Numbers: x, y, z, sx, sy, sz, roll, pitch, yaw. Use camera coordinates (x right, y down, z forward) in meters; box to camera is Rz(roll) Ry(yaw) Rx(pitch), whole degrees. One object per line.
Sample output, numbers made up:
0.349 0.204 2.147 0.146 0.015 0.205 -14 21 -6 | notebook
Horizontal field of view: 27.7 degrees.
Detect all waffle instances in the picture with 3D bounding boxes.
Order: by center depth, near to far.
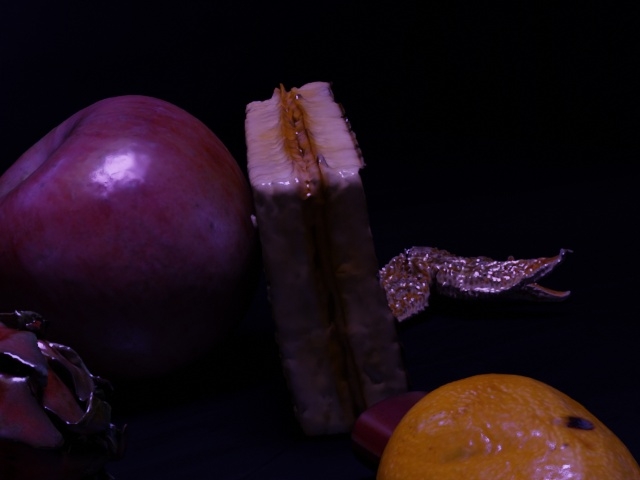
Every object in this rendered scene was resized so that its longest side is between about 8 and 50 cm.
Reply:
0.001 0.000 1.266 0.114 0.261 0.376 -10 17 0 | waffle

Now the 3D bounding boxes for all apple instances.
-0.207 0.013 1.344 0.345 0.269 0.345 -35 20 14 | apple

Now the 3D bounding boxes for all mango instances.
0.111 0.170 0.726 0.157 0.109 0.262 -24 30 7 | mango

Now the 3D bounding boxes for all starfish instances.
0.159 0.048 1.549 0.293 0.084 0.301 -6 7 -7 | starfish

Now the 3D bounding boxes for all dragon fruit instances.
-0.245 0.135 0.970 0.188 0.182 0.182 -18 3 28 | dragon fruit

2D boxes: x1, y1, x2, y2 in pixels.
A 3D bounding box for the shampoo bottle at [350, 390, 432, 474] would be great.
0.123 0.173 0.939 0.102 0.064 0.260 -7 12 -24 | shampoo bottle
